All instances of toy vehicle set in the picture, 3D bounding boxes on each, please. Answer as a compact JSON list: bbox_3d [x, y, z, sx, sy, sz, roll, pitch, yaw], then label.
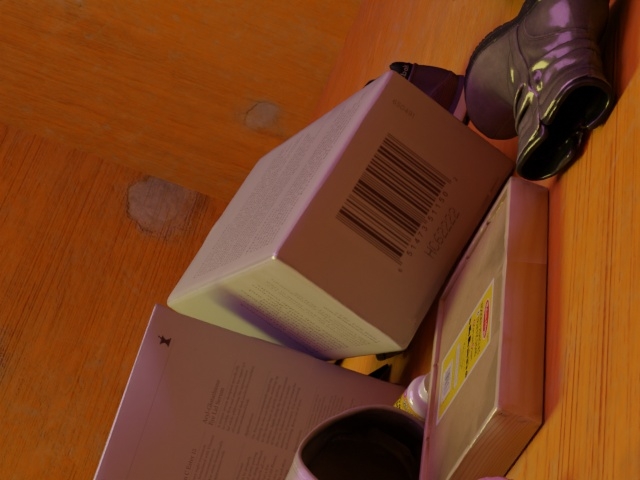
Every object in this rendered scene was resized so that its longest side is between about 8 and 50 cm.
[{"bbox_3d":[0.134,0.092,1.057,0.267,0.035,0.166,-78,10,-47],"label":"toy vehicle set"}]

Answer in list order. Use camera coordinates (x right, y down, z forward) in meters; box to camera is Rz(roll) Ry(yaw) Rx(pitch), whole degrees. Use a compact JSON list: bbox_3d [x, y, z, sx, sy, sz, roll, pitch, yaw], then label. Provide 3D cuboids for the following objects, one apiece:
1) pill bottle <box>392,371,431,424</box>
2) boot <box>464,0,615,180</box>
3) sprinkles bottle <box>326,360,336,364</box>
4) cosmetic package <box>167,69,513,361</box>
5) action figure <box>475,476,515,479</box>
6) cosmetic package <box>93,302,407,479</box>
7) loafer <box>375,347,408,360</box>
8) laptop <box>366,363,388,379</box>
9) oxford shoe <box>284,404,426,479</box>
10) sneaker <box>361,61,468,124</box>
[{"bbox_3d":[0.094,0.151,1.178,0.083,0.043,0.043,118,169,-53],"label":"pill bottle"},{"bbox_3d":[0.181,-0.118,1.121,0.246,0.083,0.161,118,164,-59],"label":"boot"},{"bbox_3d":[-0.039,0.168,1.879,0.355,0.121,0.121,116,170,-47],"label":"sprinkles bottle"},{"bbox_3d":[0.000,0.000,1.402,0.230,0.161,0.453,-58,12,-17],"label":"cosmetic package"},{"bbox_3d":[-0.068,0.258,0.767,0.248,0.370,0.275,-90,19,-74],"label":"action figure"},{"bbox_3d":[-0.099,0.289,1.321,0.097,0.284,0.377,128,161,-69],"label":"cosmetic package"},{"bbox_3d":[0.086,0.096,1.476,0.125,0.039,0.045,-76,-25,-60],"label":"loafer"},{"bbox_3d":[-0.088,0.201,1.538,0.234,0.264,0.136,119,171,-56],"label":"laptop"},{"bbox_3d":[0.006,0.293,0.994,0.449,0.169,0.130,-71,3,-50],"label":"oxford shoe"},{"bbox_3d":[0.105,-0.169,1.664,0.283,0.124,0.107,131,158,-73],"label":"sneaker"}]
